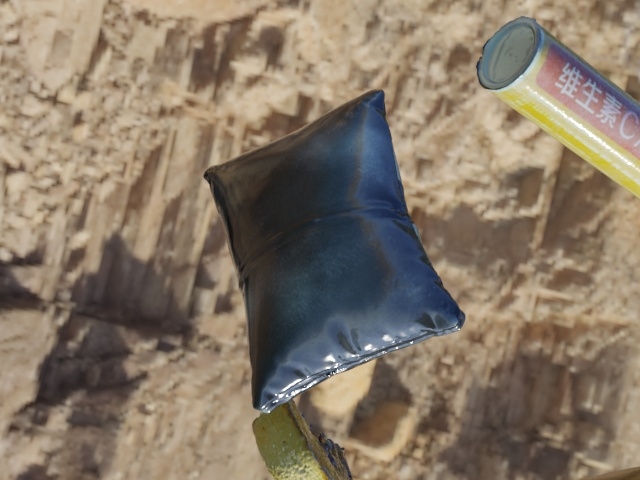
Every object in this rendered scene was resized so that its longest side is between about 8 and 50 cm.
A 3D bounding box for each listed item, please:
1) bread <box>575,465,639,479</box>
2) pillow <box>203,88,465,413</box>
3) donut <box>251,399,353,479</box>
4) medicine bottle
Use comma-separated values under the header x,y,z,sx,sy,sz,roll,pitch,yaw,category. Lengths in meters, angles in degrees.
x,y,z,sx,sy,sz,roll,pitch,yaw,category
0.208,0.281,0.733,0.279,0.250,0.225,-116,-177,-59,bread
0.000,0.000,1.012,0.106,0.186,0.250,45,23,-54,pillow
-0.023,0.328,1.788,0.217,0.085,0.141,54,9,-45,donut
0.358,-0.115,1.446,0.426,0.108,0.108,28,71,-33,medicine bottle
